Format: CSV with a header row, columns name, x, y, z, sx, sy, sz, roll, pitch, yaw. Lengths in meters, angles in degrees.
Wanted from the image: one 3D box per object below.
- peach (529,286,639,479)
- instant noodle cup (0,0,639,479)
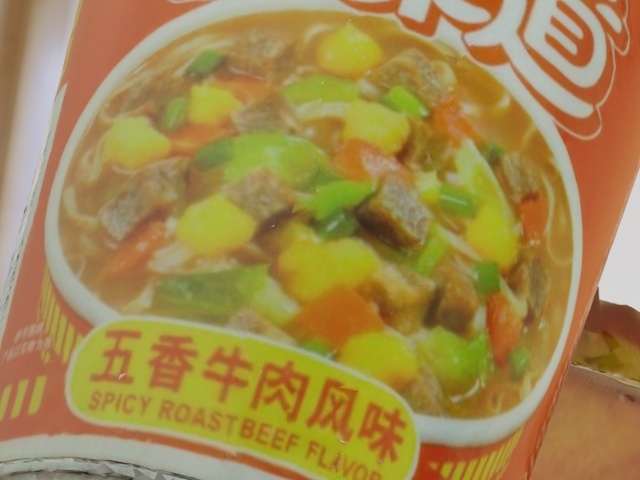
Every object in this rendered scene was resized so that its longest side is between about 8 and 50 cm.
name,x,y,z,sx,sy,sz,roll,pitch,yaw
peach,0.222,0.201,1.085,0.335,0.405,0.310,-47,-29,-76
instant noodle cup,0.000,0.000,0.520,0.193,0.193,0.212,126,164,-58
